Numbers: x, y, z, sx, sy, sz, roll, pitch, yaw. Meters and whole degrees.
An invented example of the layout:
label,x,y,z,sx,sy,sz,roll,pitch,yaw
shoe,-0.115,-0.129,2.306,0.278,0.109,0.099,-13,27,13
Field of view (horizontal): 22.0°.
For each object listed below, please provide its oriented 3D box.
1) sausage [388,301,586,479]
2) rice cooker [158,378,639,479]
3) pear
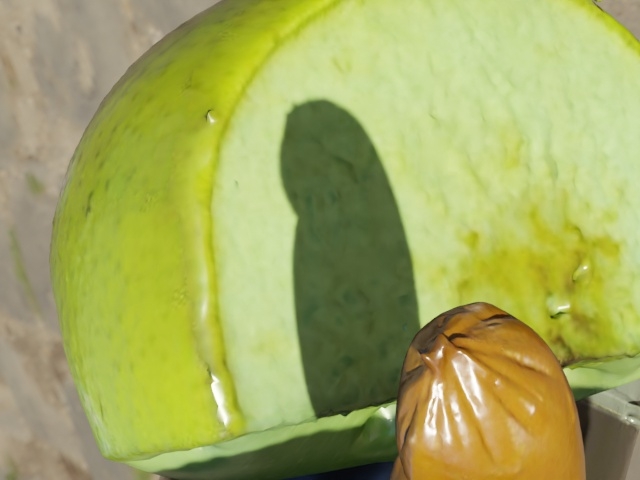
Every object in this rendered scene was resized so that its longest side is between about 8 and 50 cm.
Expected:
label,x,y,z,sx,sy,sz,roll,pitch,yaw
sausage,0.042,0.072,0.430,0.054,0.062,0.183,9,144,8
rice cooker,0.048,0.151,1.154,0.335,0.335,0.325,6,78,57
pear,0.000,0.000,0.850,0.318,0.342,0.239,-21,77,55
